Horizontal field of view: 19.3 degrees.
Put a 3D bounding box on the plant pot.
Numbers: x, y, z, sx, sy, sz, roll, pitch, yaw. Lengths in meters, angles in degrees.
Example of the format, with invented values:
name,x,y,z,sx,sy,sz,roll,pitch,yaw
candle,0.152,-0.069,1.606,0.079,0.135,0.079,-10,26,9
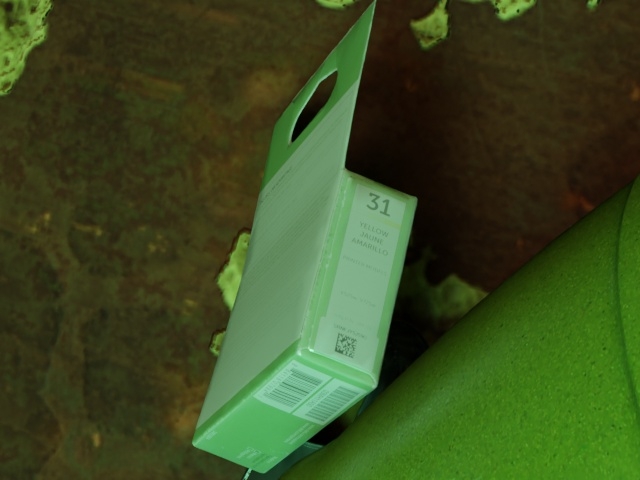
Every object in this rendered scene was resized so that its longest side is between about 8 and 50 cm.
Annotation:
name,x,y,z,sx,sy,sz,roll,pitch,yaw
plant pot,0.164,0.153,0.922,0.353,0.366,0.366,-30,70,33

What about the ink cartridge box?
name,x,y,z,sx,sy,sz,roll,pitch,yaw
ink cartridge box,0.000,0.000,1.095,0.171,0.056,0.235,-46,25,58

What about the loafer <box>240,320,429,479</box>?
name,x,y,z,sx,sy,sz,roll,pitch,yaw
loafer,-0.005,0.116,1.143,0.062,0.061,0.170,40,102,24
